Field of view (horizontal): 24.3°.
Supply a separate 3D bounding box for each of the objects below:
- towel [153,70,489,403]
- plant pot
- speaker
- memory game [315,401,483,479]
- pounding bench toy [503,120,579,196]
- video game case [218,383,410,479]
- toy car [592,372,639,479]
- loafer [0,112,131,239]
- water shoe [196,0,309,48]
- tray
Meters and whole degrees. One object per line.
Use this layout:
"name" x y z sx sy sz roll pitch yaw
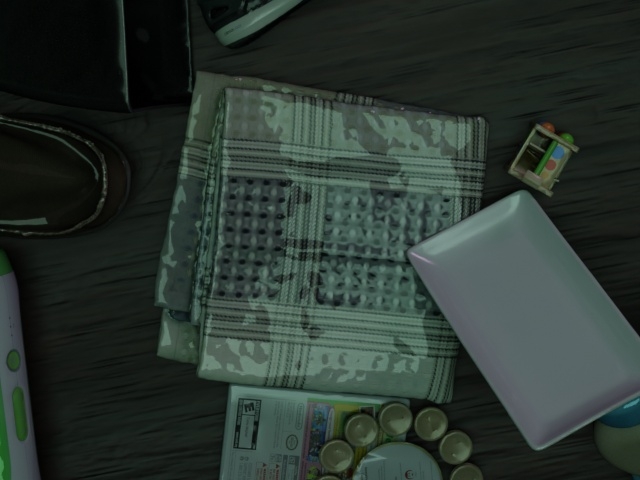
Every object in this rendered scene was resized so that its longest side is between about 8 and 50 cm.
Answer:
"towel" 0.000 0.000 1.527 0.324 0.056 0.312 8 94 -4
"plant pot" -0.236 -0.218 1.468 0.167 0.187 0.188 -2 97 15
"speaker" -0.363 0.160 1.537 0.131 0.131 0.296 -5 97 2
"memory game" 0.081 0.260 1.570 0.186 0.012 0.186 -1 98 -7
"pounding bench toy" 0.228 -0.085 1.511 0.052 0.083 0.065 30 97 -2
"video game case" -0.012 0.261 1.579 0.193 0.023 0.212 6 97 -7
"toy car" 0.387 0.117 1.507 0.210 0.219 0.238 -6 54 26
"loafer" -0.378 -0.069 1.506 0.366 0.130 0.133 6 97 1
"water shoe" -0.033 -0.276 1.501 0.203 0.073 0.080 -34 93 5
"tray" 0.205 0.075 1.447 0.145 0.030 0.270 -28 52 -4
